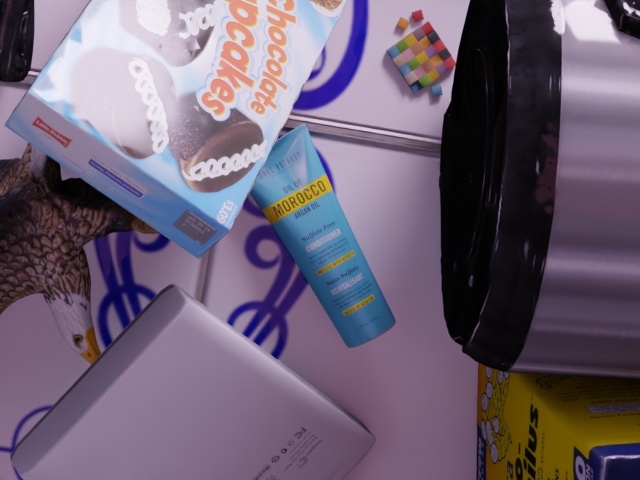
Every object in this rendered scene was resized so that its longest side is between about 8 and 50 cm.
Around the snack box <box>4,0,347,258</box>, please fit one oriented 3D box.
[{"bbox_3d":[-0.105,-0.159,1.220,0.187,0.060,0.322,35,50,-13],"label":"snack box"}]

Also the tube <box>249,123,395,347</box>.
[{"bbox_3d":[0.000,0.000,1.376,0.080,0.052,0.207,-31,97,-12],"label":"tube"}]

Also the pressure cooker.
[{"bbox_3d":[0.326,-0.059,1.239,0.420,0.375,0.369,5,84,-2],"label":"pressure cooker"}]

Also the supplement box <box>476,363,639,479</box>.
[{"bbox_3d":[0.274,0.217,1.293,0.195,0.356,0.194,-2,101,-8],"label":"supplement box"}]

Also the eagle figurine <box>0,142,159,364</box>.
[{"bbox_3d":[-0.261,0.023,1.230,0.298,0.226,0.225,-26,62,-2],"label":"eagle figurine"}]

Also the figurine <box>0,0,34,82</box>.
[{"bbox_3d":[-0.337,-0.260,1.245,0.215,0.092,0.209,11,102,-10],"label":"figurine"}]

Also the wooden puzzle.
[{"bbox_3d":[0.095,-0.172,1.375,0.049,0.006,0.083,-35,103,-1],"label":"wooden puzzle"}]

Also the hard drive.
[{"bbox_3d":[-0.103,0.186,1.315,0.203,0.040,0.307,-47,135,2],"label":"hard drive"}]
